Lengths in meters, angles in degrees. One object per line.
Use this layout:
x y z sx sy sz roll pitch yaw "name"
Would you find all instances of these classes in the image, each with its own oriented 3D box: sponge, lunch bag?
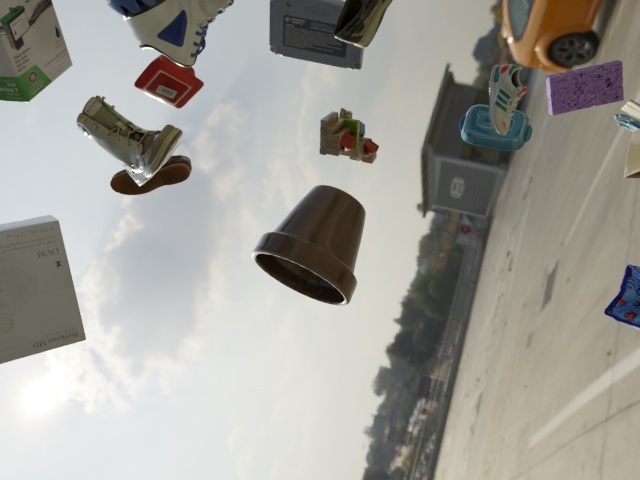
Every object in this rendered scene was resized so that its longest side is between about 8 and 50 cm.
0.770 -0.443 1.747 0.031 0.210 0.117 -92 -11 -65 "sponge"
0.805 0.183 1.269 0.293 0.221 0.138 -127 52 -63 "lunch bag"

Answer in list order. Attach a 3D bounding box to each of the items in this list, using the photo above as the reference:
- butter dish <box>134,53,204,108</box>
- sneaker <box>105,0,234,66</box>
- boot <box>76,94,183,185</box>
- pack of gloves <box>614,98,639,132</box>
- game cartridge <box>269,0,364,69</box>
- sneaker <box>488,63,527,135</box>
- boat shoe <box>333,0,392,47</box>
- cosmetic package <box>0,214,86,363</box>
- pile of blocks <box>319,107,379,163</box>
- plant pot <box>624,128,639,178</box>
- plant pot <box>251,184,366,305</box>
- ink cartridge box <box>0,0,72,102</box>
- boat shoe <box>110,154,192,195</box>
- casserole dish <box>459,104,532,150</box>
-0.438 -0.488 1.754 0.160 0.160 0.118 23 -127 -35 "butter dish"
-0.261 -0.471 1.247 0.127 0.315 0.182 -96 -11 -52 "sneaker"
-0.339 -0.189 1.051 0.213 0.165 0.077 -20 30 57 "boot"
0.948 -0.317 1.679 0.046 0.232 0.195 -54 -10 4 "pack of gloves"
-0.009 -0.634 1.803 0.062 0.297 0.198 -65 -14 -50 "game cartridge"
0.429 -0.321 1.363 0.057 0.075 0.161 -15 -74 -45 "sneaker"
0.084 -0.441 1.052 0.223 0.073 0.080 115 144 -47 "boat shoe"
-0.555 0.090 1.047 0.224 0.138 0.225 -15 -76 -27 "cosmetic package"
0.115 -0.318 1.845 0.362 0.112 0.149 -9 -68 -67 "pile of blocks"
0.709 -0.189 1.250 0.109 0.109 0.096 126 143 -77 "plant pot"
0.000 0.000 1.447 0.229 0.263 0.263 -62 -18 -19 "plant pot"
-0.542 -0.378 1.045 0.160 0.092 0.219 -71 -15 -46 "ink cartridge box"
-0.430 -0.170 1.533 0.073 0.207 0.073 -103 4 -52 "boat shoe"
0.457 -0.301 1.570 0.037 0.188 0.114 46 -120 -69 "casserole dish"
